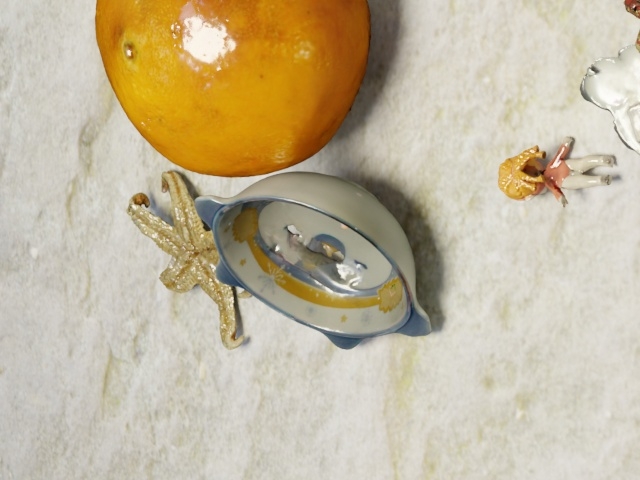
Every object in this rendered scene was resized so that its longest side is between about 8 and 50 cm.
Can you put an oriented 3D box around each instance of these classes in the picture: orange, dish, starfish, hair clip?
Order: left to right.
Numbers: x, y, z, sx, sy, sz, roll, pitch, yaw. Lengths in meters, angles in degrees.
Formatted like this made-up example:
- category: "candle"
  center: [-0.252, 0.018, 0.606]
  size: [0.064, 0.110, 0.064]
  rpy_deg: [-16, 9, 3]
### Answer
- category: "starfish"
  center: [-0.137, 0.023, 1.902]
  size: [0.150, 0.053, 0.210]
  rpy_deg: [-35, 78, 52]
- category: "orange"
  center: [-0.085, -0.197, 1.645]
  size: [0.284, 0.226, 0.284]
  rpy_deg: [22, 118, 49]
- category: "dish"
  center: [0.000, 0.000, 1.693]
  size: [0.236, 0.086, 0.228]
  rpy_deg: [43, 145, -22]
- category: "hair clip"
  center: [0.285, -0.113, 1.399]
  size: [0.172, 0.049, 0.116]
  rpy_deg: [-29, 77, 51]

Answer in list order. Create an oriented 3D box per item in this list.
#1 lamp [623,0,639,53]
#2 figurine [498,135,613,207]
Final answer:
- category: "lamp"
  center: [0.264, -0.190, 1.389]
  size: [0.063, 0.031, 0.083]
  rpy_deg: [-41, 38, 34]
- category: "figurine"
  center: [0.200, -0.058, 1.515]
  size: [0.109, 0.047, 0.064]
  rpy_deg: [-4, 71, 42]
